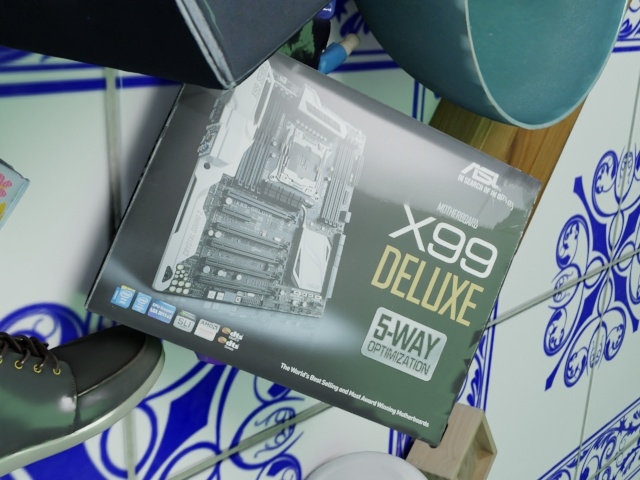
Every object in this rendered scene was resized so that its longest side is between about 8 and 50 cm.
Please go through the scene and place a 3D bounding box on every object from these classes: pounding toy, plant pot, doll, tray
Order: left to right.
[{"bbox_3d":[-0.017,-0.194,0.680,0.129,0.046,0.189,5,102,-37],"label":"doll"},{"bbox_3d":[0.159,0.298,1.030,0.141,0.100,0.130,-55,138,-32],"label":"pounding toy"},{"bbox_3d":[0.140,-0.264,0.711,0.290,0.195,0.290,-20,118,-42],"label":"plant pot"},{"bbox_3d":[0.267,-0.207,0.961,0.203,0.076,0.411,36,79,-47],"label":"tray"}]

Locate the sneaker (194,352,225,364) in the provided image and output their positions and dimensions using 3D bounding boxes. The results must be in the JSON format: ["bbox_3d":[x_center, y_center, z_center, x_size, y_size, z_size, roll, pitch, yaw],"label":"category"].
[{"bbox_3d":[0.016,0.039,0.728,0.293,0.146,0.102,-28,124,-38],"label":"sneaker"}]

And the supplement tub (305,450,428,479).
[{"bbox_3d":[0.086,0.392,0.898,0.191,0.191,0.272,-51,134,-21],"label":"supplement tub"}]

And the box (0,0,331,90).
[{"bbox_3d":[-0.053,-0.297,0.422,0.395,0.293,0.212,-48,134,-24],"label":"box"}]

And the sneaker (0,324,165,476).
[{"bbox_3d":[-0.216,0.091,0.549,0.222,0.083,0.118,-27,122,-37],"label":"sneaker"}]

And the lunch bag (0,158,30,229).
[{"bbox_3d":[-0.246,-0.025,0.498,0.083,0.053,0.071,-56,136,-3],"label":"lunch bag"}]

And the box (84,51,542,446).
[{"bbox_3d":[0.000,0.000,0.631,0.307,0.076,0.242,25,86,-12],"label":"box"}]
